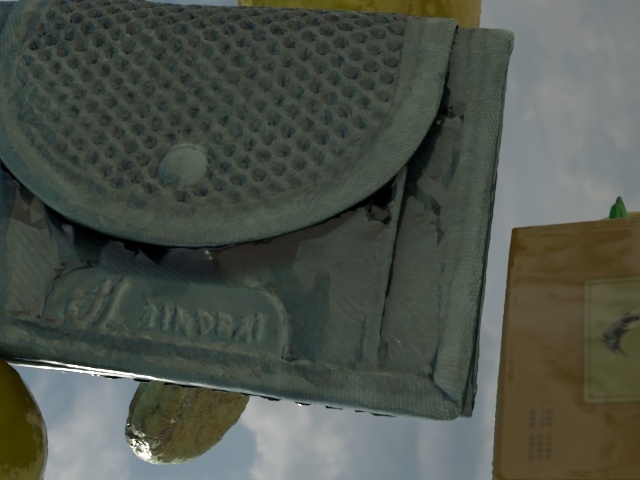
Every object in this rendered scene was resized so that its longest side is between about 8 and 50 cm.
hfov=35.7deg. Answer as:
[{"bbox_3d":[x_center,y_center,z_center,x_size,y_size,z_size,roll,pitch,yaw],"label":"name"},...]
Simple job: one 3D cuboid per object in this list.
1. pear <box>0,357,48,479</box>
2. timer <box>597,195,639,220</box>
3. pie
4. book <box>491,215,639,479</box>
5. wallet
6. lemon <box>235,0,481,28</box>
[{"bbox_3d":[-0.230,0.124,0.522,0.162,0.149,0.149,-9,-88,-41],"label":"pear"},{"bbox_3d":[0.430,0.057,1.372,0.285,0.285,0.285,-8,-90,-66],"label":"timer"},{"bbox_3d":[-0.170,0.198,1.418,0.277,0.078,0.277,-49,-25,-31],"label":"pie"},{"bbox_3d":[0.329,0.075,0.759,0.032,0.389,0.269,62,-148,-43],"label":"book"},{"bbox_3d":[-0.071,-0.033,0.577,0.075,0.342,0.237,59,-141,-71],"label":"wallet"},{"bbox_3d":[0.038,-0.240,1.045,0.268,0.268,0.322,-51,-21,-58],"label":"lemon"}]
